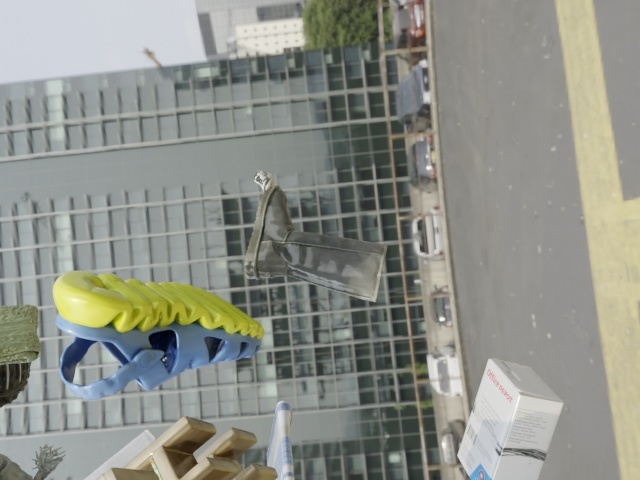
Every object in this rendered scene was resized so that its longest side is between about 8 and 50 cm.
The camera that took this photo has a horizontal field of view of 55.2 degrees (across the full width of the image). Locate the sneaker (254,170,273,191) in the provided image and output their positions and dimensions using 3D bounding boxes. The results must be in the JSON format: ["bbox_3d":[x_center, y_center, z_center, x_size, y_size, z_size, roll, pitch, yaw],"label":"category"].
[{"bbox_3d":[-0.115,-0.116,1.208,0.083,0.037,0.031,-114,46,-69],"label":"sneaker"}]

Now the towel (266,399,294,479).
[{"bbox_3d":[-0.060,0.447,1.055,0.285,0.034,0.209,-101,17,-49],"label":"towel"}]

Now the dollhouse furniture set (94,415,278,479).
[{"bbox_3d":[-0.107,0.256,0.421,0.212,0.161,0.242,50,-178,33],"label":"dollhouse furniture set"}]

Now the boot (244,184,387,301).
[{"bbox_3d":[0.000,0.000,0.961,0.076,0.209,0.189,75,-159,-59],"label":"boot"}]

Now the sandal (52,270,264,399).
[{"bbox_3d":[-0.203,0.127,0.777,0.317,0.126,0.138,16,-84,-49],"label":"sandal"}]

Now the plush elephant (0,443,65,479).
[{"bbox_3d":[-0.780,0.521,1.352,0.255,0.330,0.272,48,157,-12],"label":"plush elephant"}]

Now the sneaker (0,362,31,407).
[{"bbox_3d":[-0.530,0.202,0.869,0.271,0.108,0.100,-19,-66,-66],"label":"sneaker"}]

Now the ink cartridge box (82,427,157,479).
[{"bbox_3d":[-0.342,0.518,1.037,0.130,0.309,0.271,37,155,37],"label":"ink cartridge box"}]

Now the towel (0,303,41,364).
[{"bbox_3d":[-0.449,0.128,0.806,0.110,0.148,0.027,-124,37,-47],"label":"towel"}]

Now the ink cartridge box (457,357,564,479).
[{"bbox_3d":[0.323,0.328,1.058,0.148,0.086,0.203,-110,34,-77],"label":"ink cartridge box"}]
